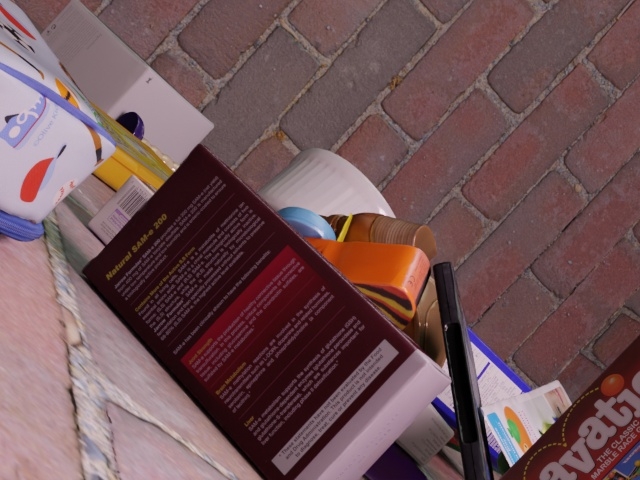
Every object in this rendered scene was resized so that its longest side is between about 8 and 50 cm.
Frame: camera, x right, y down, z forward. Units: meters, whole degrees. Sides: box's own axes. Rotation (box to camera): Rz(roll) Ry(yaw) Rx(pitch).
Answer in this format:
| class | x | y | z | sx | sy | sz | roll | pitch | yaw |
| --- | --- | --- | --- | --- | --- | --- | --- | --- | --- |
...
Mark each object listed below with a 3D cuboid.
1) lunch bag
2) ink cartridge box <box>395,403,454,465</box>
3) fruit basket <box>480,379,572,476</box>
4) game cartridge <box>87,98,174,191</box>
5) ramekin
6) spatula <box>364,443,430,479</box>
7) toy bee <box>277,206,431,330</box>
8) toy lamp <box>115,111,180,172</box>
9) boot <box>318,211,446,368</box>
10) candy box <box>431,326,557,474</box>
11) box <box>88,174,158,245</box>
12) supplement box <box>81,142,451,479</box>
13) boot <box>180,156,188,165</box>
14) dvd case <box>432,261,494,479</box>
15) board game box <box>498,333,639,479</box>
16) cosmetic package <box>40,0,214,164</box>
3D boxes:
| class | x | y | z | sx | sy | sz | roll | pitch | yaw |
| --- | --- | --- | --- | --- | --- | --- | --- | --- | --- |
| lunch bag | -0.276 | -0.141 | 0.680 | 0.303 | 0.115 | 0.243 | 44 | 4 | 20 |
| ink cartridge box | 0.027 | 0.129 | 1.320 | 0.261 | 0.066 | 0.296 | 44 | -4 | 27 |
| fruit basket | 0.283 | 0.292 | 1.108 | 0.327 | 0.165 | 0.353 | 65 | 14 | 13 |
| game cartridge | -0.284 | -0.131 | 1.454 | 0.285 | 0.053 | 0.323 | 43 | 1 | 44 |
| ramekin | 0.000 | 0.000 | 1.829 | 0.277 | 0.135 | 0.277 | 39 | -30 | 28 |
| spatula | 0.099 | 0.242 | 1.144 | 0.084 | 0.030 | 0.296 | 41 | 0 | 34 |
| toy bee | -0.030 | 0.041 | 1.125 | 0.298 | 0.195 | 0.162 | 31 | -30 | 32 |
| toy lamp | -0.224 | -0.101 | 1.785 | 0.274 | 0.080 | 0.080 | 41 | 2 | -40 |
| boot | 0.061 | 0.058 | 1.223 | 0.152 | 0.073 | 0.197 | 7 | -65 | 37 |
| candy box | 0.162 | 0.194 | 1.637 | 0.317 | 0.122 | 0.268 | 44 | -13 | -21 |
| box | -0.069 | 0.072 | 0.965 | 0.324 | 0.067 | 0.063 | 42 | 1 | 18 |
| supplement box | -0.041 | 0.058 | 0.780 | 0.239 | 0.130 | 0.073 | 44 | 1 | 25 |
| boot | -0.215 | -0.104 | 2.044 | 0.176 | 0.088 | 0.244 | 42 | -7 | 3 |
| dvd case | 0.140 | 0.170 | 1.040 | 0.180 | 0.022 | 0.253 | 68 | 14 | -54 |
| board game box | 0.190 | 0.168 | 0.727 | 0.027 | 0.281 | 0.145 | 44 | 0 | -32 |
| cosmetic package | -0.332 | -0.245 | 1.853 | 0.224 | 0.138 | 0.224 | 42 | 1 | 30 |
